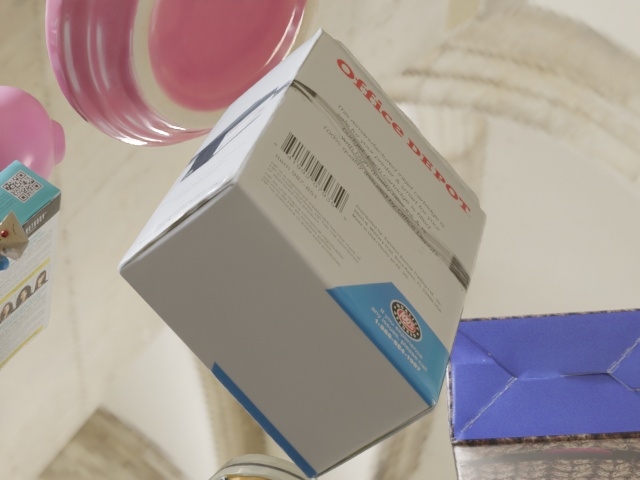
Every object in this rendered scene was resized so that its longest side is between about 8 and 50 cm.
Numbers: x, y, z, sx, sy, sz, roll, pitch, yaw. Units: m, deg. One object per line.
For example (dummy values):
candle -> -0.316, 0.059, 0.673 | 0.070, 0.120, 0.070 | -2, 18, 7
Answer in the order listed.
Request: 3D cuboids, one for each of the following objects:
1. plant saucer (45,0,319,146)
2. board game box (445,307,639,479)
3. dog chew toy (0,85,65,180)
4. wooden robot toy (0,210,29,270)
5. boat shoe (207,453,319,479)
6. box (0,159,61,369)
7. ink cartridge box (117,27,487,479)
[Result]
plant saucer -> -0.113, -0.237, 1.582 | 0.084, 0.332, 0.332 | 32, -29, 35
board game box -> 0.257, 0.201, 1.711 | 0.232, 0.141, 0.291 | -4, -30, 7
dog chew toy -> -0.439, -0.096, 1.720 | 0.206, 0.332, 0.206 | 175, -90, -70
wooden robot toy -> -0.299, -0.030, 1.234 | 0.173, 0.079, 0.076 | 38, -49, 34
boat shoe -> -0.140, 0.412, 1.646 | 0.187, 0.156, 0.500 | 26, -49, -9
box -> -0.324, 0.035, 1.645 | 0.060, 0.100, 0.244 | 34, -36, 13
ink cartridge box -> 0.000, 0.000, 1.266 | 0.129, 0.307, 0.223 | -36, -76, 27
